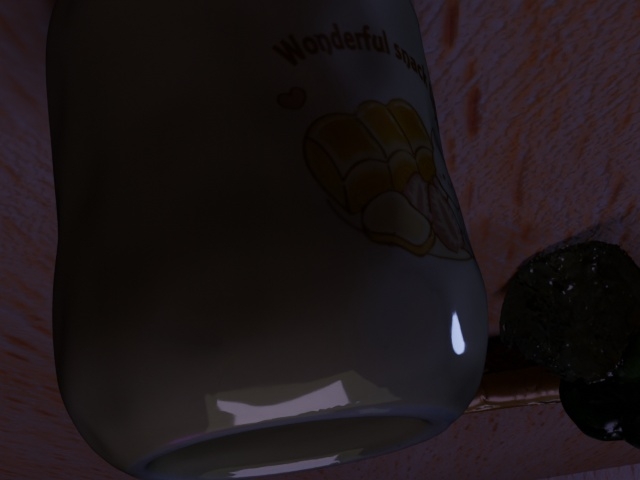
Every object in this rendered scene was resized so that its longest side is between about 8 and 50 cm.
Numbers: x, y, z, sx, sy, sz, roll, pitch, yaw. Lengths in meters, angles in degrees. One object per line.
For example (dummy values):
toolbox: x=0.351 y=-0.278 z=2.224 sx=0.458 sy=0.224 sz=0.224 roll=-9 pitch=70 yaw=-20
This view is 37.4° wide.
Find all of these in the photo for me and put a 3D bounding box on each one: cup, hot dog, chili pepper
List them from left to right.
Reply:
cup: x=-0.020 y=0.003 z=0.441 sx=0.173 sy=0.202 sz=0.255 roll=-11 pitch=159 yaw=5
hot dog: x=0.239 y=0.149 z=1.101 sx=0.249 sy=0.076 sz=0.102 roll=-5 pitch=-163 yaw=-3
chili pepper: x=0.311 y=0.116 z=0.932 sx=0.165 sy=0.174 sz=0.261 roll=8 pitch=171 yaw=32

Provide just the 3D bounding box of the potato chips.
potato chips: x=0.224 y=0.070 z=0.836 sx=0.026 sy=0.142 sz=0.209 roll=-34 pitch=-167 yaw=-28
